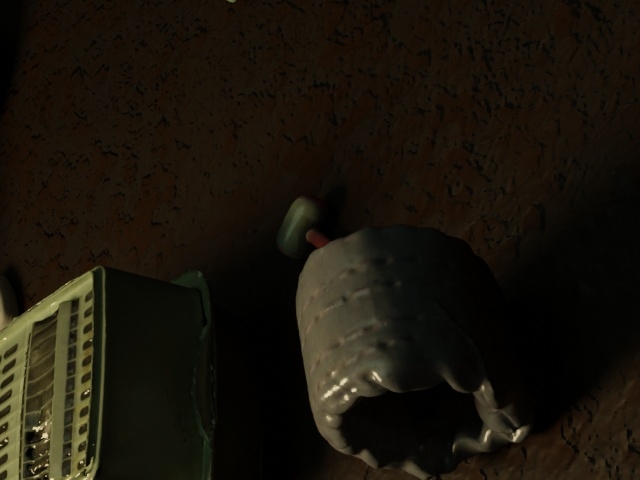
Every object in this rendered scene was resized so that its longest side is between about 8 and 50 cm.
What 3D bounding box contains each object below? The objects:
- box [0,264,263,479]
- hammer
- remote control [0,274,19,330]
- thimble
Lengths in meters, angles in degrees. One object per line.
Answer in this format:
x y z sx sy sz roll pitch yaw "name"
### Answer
-0.178 0.160 1.215 0.290 0.166 0.221 -32 50 41 "box"
0.000 0.000 1.180 0.083 0.031 0.053 37 107 47 "hammer"
-0.376 0.124 1.614 0.190 0.029 0.087 -54 38 20 "remote control"
0.057 0.073 0.961 0.127 0.151 0.118 -29 50 27 "thimble"
